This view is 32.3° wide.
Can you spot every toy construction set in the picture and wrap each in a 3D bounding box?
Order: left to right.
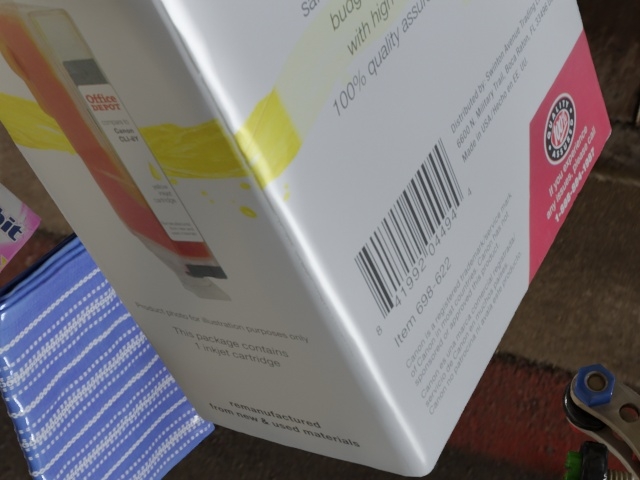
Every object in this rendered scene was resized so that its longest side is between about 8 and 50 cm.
[{"bbox_3d":[0.340,0.290,1.080,0.237,0.257,0.309,9,129,8],"label":"toy construction set"}]

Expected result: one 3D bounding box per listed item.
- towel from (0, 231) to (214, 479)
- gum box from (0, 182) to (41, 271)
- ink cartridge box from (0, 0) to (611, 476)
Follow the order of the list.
[{"bbox_3d":[-0.206,0.136,1.101,0.040,0.243,0.336,12,127,29],"label":"towel"},{"bbox_3d":[-0.273,0.027,0.736,0.062,0.107,0.188,44,145,-18],"label":"gum box"},{"bbox_3d":[-0.012,-0.118,0.550,0.160,0.279,0.384,8,138,37],"label":"ink cartridge box"}]
